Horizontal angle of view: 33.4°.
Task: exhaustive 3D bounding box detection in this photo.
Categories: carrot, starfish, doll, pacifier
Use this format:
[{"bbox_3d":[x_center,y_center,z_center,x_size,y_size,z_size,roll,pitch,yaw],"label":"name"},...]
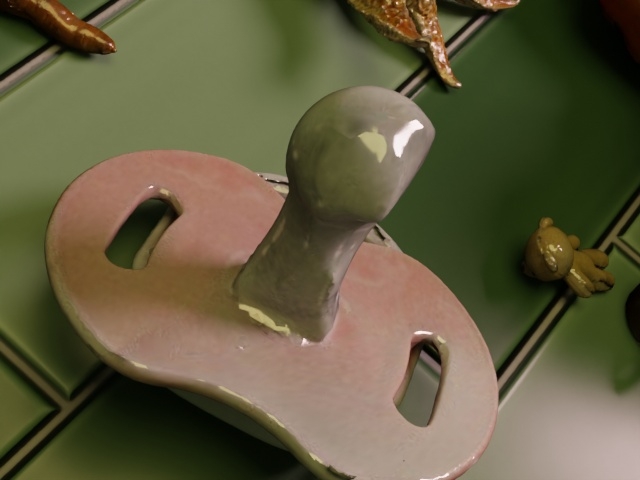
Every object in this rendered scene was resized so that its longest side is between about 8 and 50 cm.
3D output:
[{"bbox_3d":[-0.237,-0.192,0.856,0.165,0.035,0.035,27,57,-7],"label":"carrot"},{"bbox_3d":[0.042,-0.262,0.953,0.293,0.084,0.301,50,47,8],"label":"starfish"},{"bbox_3d":[0.212,0.017,0.891,0.093,0.051,0.061,5,55,-19],"label":"doll"},{"bbox_3d":[-0.016,0.029,0.712,0.332,0.273,0.220,29,74,-2],"label":"pacifier"}]

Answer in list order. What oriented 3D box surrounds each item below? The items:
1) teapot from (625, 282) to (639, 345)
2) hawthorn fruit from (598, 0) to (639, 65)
[{"bbox_3d":[0.302,0.060,0.889,0.076,0.068,0.121,32,57,-1],"label":"teapot"},{"bbox_3d":[0.286,-0.267,1.034,0.286,0.165,0.165,26,56,14],"label":"hawthorn fruit"}]
